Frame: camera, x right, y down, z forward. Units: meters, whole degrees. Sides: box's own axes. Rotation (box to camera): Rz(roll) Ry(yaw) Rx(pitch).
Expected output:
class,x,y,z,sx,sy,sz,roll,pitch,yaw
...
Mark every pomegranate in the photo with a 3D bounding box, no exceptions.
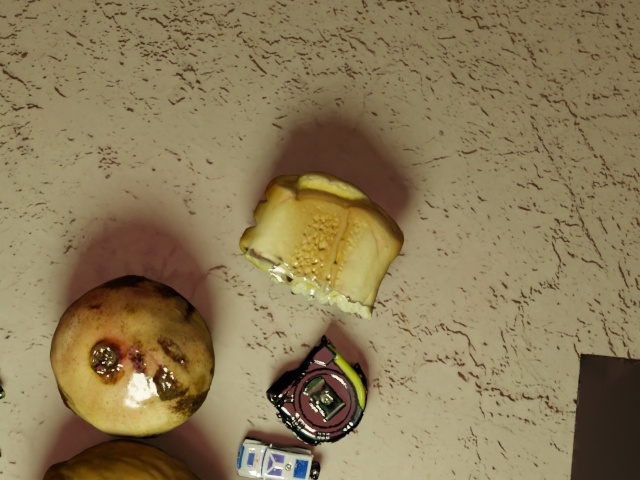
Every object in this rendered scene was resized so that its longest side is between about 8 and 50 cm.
class,x,y,z,sx,sy,sz,roll,pitch,yaw
pomegranate,-0.360,0.227,1.671,0.322,0.322,0.322,1,82,-5

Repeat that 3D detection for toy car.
class,x,y,z,sx,sy,sz,roll,pitch,yaw
toy car,-0.085,0.455,1.763,0.170,0.070,0.080,12,81,-3

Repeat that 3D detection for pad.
class,x,y,z,sx,sy,sz,roll,pitch,yaw
pad,0.664,0.439,1.864,0.247,0.007,0.368,8,82,-4

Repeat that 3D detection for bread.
class,x,y,z,sx,sy,sz,roll,pitch,yaw
bread,0.000,0.000,1.774,0.315,0.211,0.270,23,73,-9

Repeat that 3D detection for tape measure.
class,x,y,z,sx,sy,sz,roll,pitch,yaw
tape measure,0.008,0.320,1.772,0.199,0.112,0.186,-44,90,-8

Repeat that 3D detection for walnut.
class,x,y,z,sx,sy,sz,roll,pitch,yaw
walnut,-0.359,0.559,1.594,0.398,0.308,0.354,40,97,1

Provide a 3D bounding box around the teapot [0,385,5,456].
class,x,y,z,sx,sy,sz,roll,pitch,yaw
teapot,-0.701,0.345,1.693,0.182,0.173,0.269,-37,113,-39
